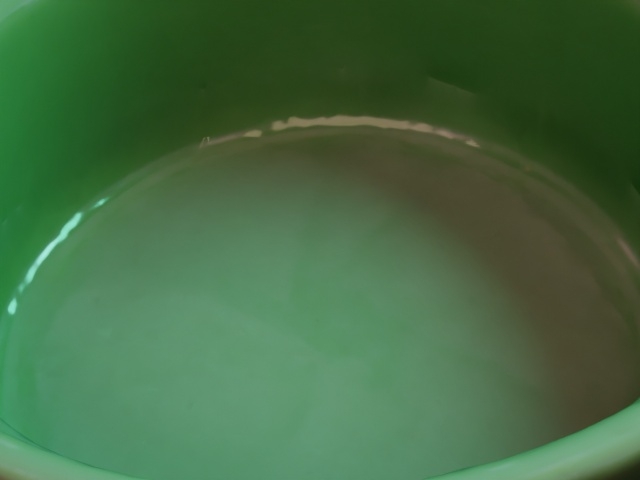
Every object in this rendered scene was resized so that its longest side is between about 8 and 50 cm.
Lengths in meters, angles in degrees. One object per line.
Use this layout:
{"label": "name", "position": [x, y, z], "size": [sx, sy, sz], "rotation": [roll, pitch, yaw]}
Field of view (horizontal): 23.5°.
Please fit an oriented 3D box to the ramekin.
{"label": "ramekin", "position": [0.000, 0.000, 0.473], "size": [0.303, 0.148, 0.303], "rotation": [-2, 46, 2]}
